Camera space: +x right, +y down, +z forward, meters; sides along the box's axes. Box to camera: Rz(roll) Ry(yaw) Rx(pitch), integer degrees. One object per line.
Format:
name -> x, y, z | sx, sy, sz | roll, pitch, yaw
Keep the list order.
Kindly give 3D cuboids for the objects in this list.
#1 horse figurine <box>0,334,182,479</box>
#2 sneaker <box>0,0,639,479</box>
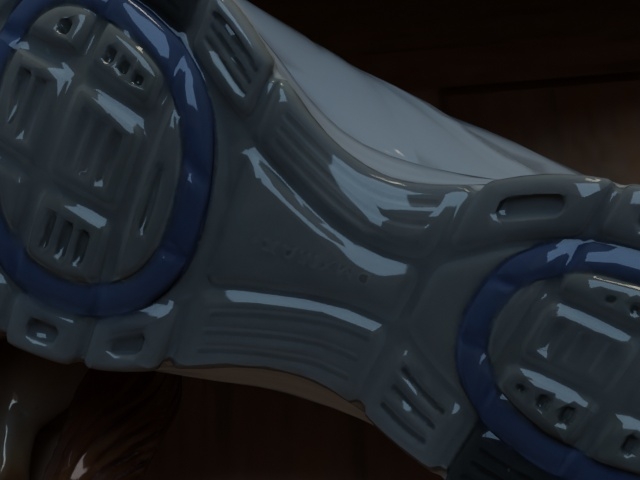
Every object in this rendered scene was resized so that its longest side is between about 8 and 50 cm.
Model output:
horse figurine -> -0.138, 0.013, 0.585 | 0.263, 0.066, 0.174 | 22, 62, 23
sneaker -> 0.000, 0.000, 0.536 | 0.297, 0.129, 0.111 | 28, 95, 11
